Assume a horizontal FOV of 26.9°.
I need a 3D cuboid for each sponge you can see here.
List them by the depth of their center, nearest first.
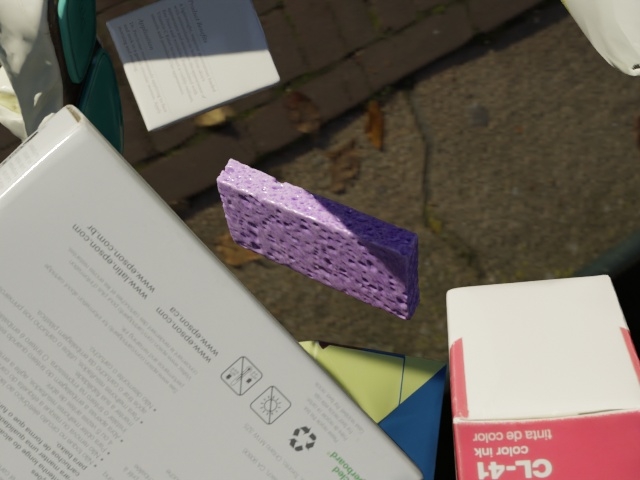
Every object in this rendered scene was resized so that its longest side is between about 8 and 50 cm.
[{"bbox_3d":[0.000,0.000,1.301,0.031,0.210,0.117,-56,156,-27],"label":"sponge"}]

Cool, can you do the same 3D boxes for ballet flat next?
[{"bbox_3d":[-0.283,-0.175,1.360,0.139,0.400,0.139,1,63,-2],"label":"ballet flat"}]

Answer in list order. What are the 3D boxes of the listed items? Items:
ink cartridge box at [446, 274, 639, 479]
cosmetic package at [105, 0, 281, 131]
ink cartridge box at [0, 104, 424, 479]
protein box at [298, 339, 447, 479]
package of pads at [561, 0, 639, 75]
[{"bbox_3d":[0.163,0.206,0.942,0.131,0.226,0.306,-4,109,5],"label":"ink cartridge box"},{"bbox_3d":[-0.163,-0.241,1.737,0.184,0.151,0.151,-21,96,-4],"label":"cosmetic package"},{"bbox_3d":[-0.106,0.099,0.545,0.224,0.045,0.223,-43,113,-4],"label":"ink cartridge box"},{"bbox_3d":[0.005,0.206,1.273,0.136,0.201,0.199,12,79,-22],"label":"protein box"},{"bbox_3d":[0.095,-0.216,0.495,0.101,0.296,0.229,-18,123,3],"label":"package of pads"}]
